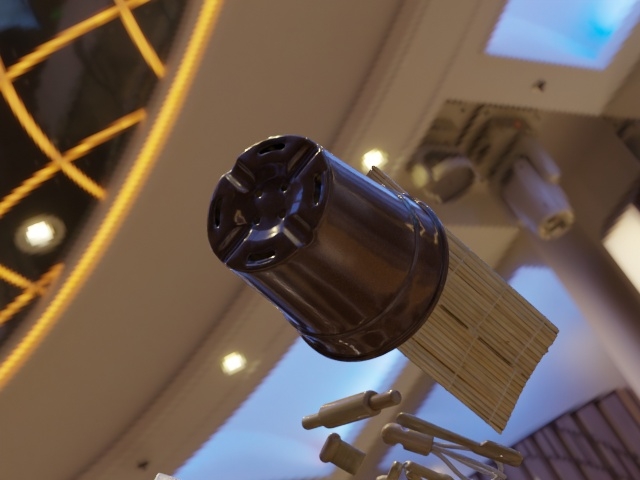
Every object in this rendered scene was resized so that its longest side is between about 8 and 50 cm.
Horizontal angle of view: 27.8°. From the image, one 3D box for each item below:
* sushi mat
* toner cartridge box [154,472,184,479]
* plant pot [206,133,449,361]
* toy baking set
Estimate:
[{"bbox_3d":[0.132,0.068,1.467,0.316,0.019,0.151,40,-107,-17],"label":"sushi mat"},{"bbox_3d":[-0.105,0.460,1.858,0.348,0.165,0.075,15,-57,9],"label":"toner cartridge box"},{"bbox_3d":[0.000,0.000,1.108,0.167,0.167,0.165,-39,-39,12],"label":"plant pot"},{"bbox_3d":[0.102,0.231,1.469,0.197,0.030,0.256,36,-37,-19],"label":"toy baking set"}]
